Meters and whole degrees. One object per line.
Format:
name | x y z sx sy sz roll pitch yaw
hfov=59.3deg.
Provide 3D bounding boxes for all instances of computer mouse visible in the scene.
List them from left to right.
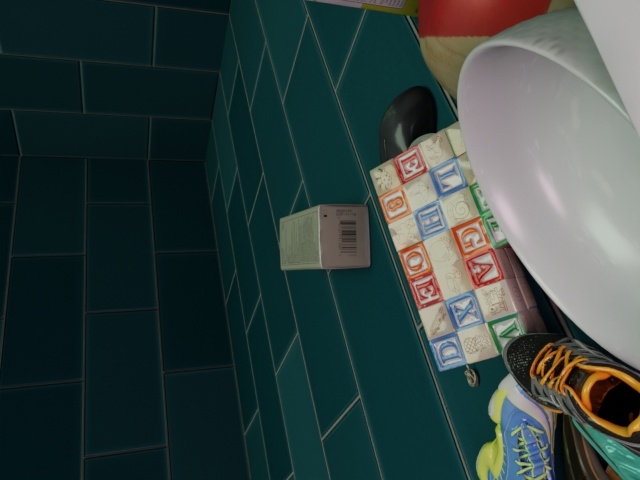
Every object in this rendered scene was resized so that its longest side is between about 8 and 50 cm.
computer mouse | 0.151 -0.144 1.018 0.188 0.072 0.272 -175 84 -71

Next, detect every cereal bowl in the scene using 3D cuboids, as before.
cereal bowl | 0.272 -0.055 0.501 0.339 0.141 0.339 59 178 3

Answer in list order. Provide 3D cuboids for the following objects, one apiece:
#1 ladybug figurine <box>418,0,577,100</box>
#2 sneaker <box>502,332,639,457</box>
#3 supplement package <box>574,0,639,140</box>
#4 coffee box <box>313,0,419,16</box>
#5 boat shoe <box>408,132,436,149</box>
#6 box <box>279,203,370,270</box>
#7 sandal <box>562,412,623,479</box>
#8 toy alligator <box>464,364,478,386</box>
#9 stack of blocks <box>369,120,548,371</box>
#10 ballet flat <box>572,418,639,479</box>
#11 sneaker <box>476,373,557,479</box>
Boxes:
ladybug figurine | 0.209 -0.361 0.634 0.305 0.162 0.449 -94 8 -73
sneaker | 0.261 0.140 0.557 0.084 0.083 0.215 -61 30 -4
supplement package | 0.266 -0.137 0.283 0.149 0.203 0.194 127 138 -59
coffee box | 0.067 -0.593 0.840 0.338 0.334 0.337 116 147 -51
boat shoe | 0.202 -0.013 0.870 0.114 0.091 0.302 -4 85 35
box | 0.000 0.000 1.364 0.311 0.121 0.148 174 95 -70
sandal | 0.311 0.265 0.605 0.219 0.060 0.090 -87 -10 -60
toy alligator | 0.197 0.146 0.897 0.056 0.051 0.189 -47 57 60
stack of blocks | 0.200 0.005 0.757 0.171 0.087 0.297 -26 73 33
ballet flat | 0.339 0.231 0.524 0.087 0.083 0.247 -62 34 28
sneaker | 0.267 0.266 0.696 0.126 0.091 0.240 -113 18 -52
